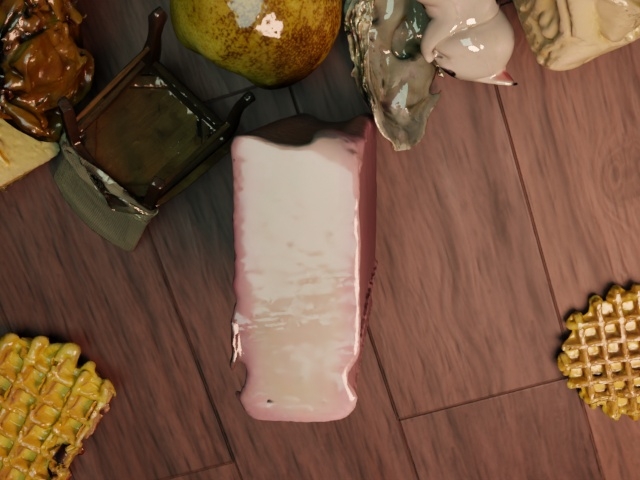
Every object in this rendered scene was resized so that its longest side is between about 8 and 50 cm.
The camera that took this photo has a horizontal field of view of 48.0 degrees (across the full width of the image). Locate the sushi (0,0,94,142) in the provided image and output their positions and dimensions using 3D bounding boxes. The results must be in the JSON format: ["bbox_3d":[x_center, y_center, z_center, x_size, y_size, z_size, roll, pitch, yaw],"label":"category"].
[{"bbox_3d":[-0.364,-0.241,0.857,0.204,0.200,0.213,32,102,-6],"label":"sushi"}]

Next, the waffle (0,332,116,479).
[{"bbox_3d":[-0.427,0.270,1.043,0.309,0.065,0.283,-14,98,12],"label":"waffle"}]

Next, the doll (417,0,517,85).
[{"bbox_3d":[0.158,-0.263,0.821,0.107,0.110,0.180,-14,124,14],"label":"doll"}]

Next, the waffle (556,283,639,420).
[{"bbox_3d":[0.404,0.149,0.949,0.191,0.038,0.191,1,103,5],"label":"waffle"}]

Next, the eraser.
[{"bbox_3d":[0.000,0.000,0.791,0.122,0.359,0.272,3,102,6],"label":"eraser"}]

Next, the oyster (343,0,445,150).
[{"bbox_3d":[0.076,-0.243,0.852,0.252,0.087,0.199,51,59,-22],"label":"oyster"}]

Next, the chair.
[{"bbox_3d":[-0.216,-0.114,0.876,0.160,0.319,0.186,42,70,-7],"label":"chair"}]

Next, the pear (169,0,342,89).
[{"bbox_3d":[-0.068,-0.278,0.826,0.197,0.197,0.197,1,102,5],"label":"pear"}]

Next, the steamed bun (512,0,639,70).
[{"bbox_3d":[0.288,-0.379,0.694,0.237,0.346,0.394,-19,118,4],"label":"steamed bun"}]

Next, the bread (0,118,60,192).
[{"bbox_3d":[-0.633,-0.135,0.994,0.405,0.242,0.345,-25,105,44],"label":"bread"}]
